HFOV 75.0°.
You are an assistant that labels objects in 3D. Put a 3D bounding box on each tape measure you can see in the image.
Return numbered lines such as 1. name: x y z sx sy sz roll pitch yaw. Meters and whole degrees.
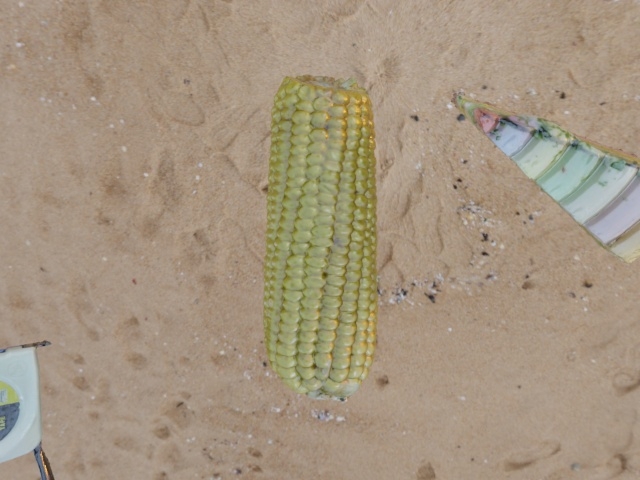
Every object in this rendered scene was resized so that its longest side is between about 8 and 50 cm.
1. tape measure: -0.617 0.376 0.774 0.097 0.215 0.352 -10 85 52

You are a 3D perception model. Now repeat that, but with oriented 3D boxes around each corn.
1. corn: 0.000 0.000 0.489 0.143 0.144 0.388 1 99 7

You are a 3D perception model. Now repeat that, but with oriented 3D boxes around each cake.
1. cake: 0.221 -0.062 0.393 0.225 0.109 0.090 22 119 -2
